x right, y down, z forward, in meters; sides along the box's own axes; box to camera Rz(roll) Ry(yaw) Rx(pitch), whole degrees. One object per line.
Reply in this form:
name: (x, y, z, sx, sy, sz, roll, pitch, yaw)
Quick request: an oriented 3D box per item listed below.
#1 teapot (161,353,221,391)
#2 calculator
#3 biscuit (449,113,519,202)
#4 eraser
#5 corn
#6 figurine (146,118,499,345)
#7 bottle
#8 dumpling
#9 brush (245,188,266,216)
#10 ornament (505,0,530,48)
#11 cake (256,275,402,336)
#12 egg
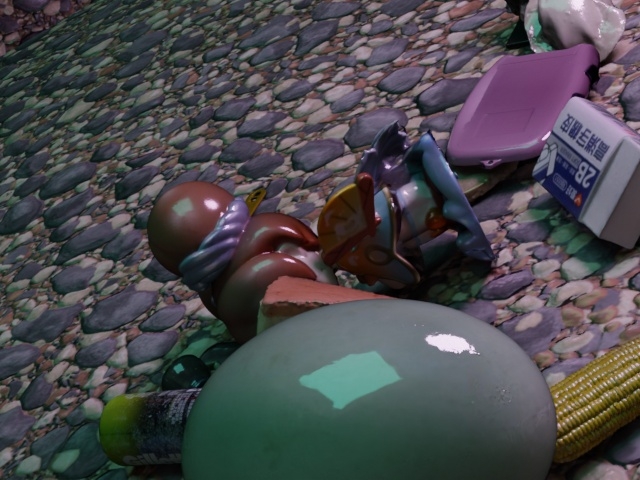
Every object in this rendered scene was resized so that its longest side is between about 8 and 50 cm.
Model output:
teapot: (-0.160, 0.186, 1.789, 0.088, 0.066, 0.057, -21, 39, -36)
calculator: (0.286, -0.195, 1.953, 0.194, 0.043, 0.294, -3, 37, 33)
biscuit: (0.244, -0.133, 1.963, 0.133, 0.032, 0.250, -19, 29, 20)
eraser: (0.350, -0.087, 1.696, 0.124, 0.068, 0.210, -63, 23, 16)
corn: (0.287, 0.161, 1.395, 0.165, 0.063, 0.085, -31, 18, -7)
figurine: (0.000, 0.000, 1.757, 0.388, 0.276, 0.248, -29, 54, 6)
bottle: (-0.119, 0.221, 1.644, 0.330, 0.093, 0.093, -9, 34, 34)
dumpling: (0.379, -0.336, 2.082, 0.176, 0.092, 0.150, 43, 82, 16)
brush: (-0.133, -0.016, 2.148, 0.082, 0.010, 0.218, -13, 31, 30)
ornament: (0.350, -0.436, 2.197, 0.153, 0.196, 0.166, -10, 34, 33)
cake: (0.026, 0.117, 1.591, 0.225, 0.109, 0.090, 11, 20, 27)
egg: (0.041, 0.196, 1.337, 0.389, 0.276, 0.276, -13, 31, 24)
